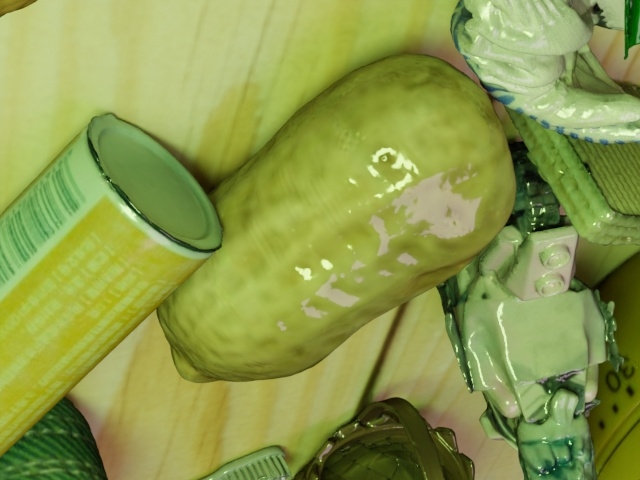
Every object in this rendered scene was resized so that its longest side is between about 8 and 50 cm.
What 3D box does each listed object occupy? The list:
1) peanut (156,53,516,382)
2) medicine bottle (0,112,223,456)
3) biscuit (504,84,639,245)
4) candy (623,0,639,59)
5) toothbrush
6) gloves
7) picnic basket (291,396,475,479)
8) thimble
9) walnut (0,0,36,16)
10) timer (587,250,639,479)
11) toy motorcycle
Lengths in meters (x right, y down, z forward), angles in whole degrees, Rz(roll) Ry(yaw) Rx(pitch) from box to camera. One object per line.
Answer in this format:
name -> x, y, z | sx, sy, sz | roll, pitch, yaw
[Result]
peanut -> 0.000, 0.000, 0.754 | 0.253, 0.122, 0.137 | -39, 171, 20
medicine bottle -> -0.227, 0.109, 0.743 | 0.426, 0.108, 0.108 | -42, 145, 19
biscuit -> 0.205, -0.045, 0.849 | 0.199, 0.121, 0.040 | 6, 137, -41
candy -> 0.217, -0.185, 0.673 | 0.203, 0.078, 0.141 | -26, 112, -31
toothbrush -> -0.186, 0.227, 1.003 | 0.353, 0.029, 0.024 | -20, 133, -14
gloves -> 0.125, -0.120, 0.713 | 0.119, 0.097, 0.229 | -55, 136, -11
picnic basket -> 0.058, 0.191, 1.044 | 0.137, 0.128, 0.178 | -14, 154, -24
thimble -> -0.197, 0.166, 0.859 | 0.118, 0.090, 0.135 | 15, 129, -44
walnut -> -0.141, -0.149, 0.410 | 0.159, 0.159, 0.207 | -32, 151, 5
timer -> 0.357, 0.178, 1.021 | 0.376, 0.387, 0.376 | -19, 143, -15
toy motorcycle -> 0.145, 0.074, 0.888 | 0.108, 0.204, 0.239 | -19, 144, 5
